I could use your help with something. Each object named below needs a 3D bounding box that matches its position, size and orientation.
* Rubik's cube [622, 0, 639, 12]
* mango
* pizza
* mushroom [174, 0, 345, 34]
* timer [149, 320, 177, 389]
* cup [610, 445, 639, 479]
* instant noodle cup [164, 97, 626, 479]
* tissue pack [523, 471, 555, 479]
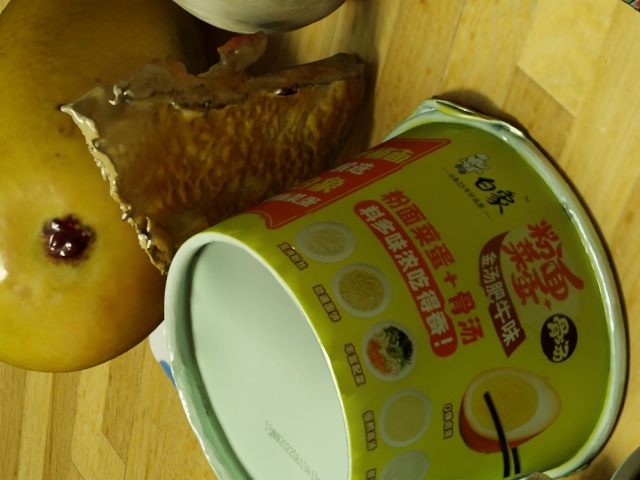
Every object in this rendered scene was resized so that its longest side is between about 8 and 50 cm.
[{"bbox_3d":[0.194,-0.181,0.839,0.093,0.111,0.111,-143,37,-83],"label":"Rubik's cube"},{"bbox_3d":[-0.210,-0.086,1.299,0.445,0.232,0.300,-90,22,-48],"label":"mango"},{"bbox_3d":[-0.085,-0.067,1.107,0.071,0.297,0.189,33,115,28],"label":"pizza"},{"bbox_3d":[-0.077,-0.262,1.111,0.184,0.255,0.255,-53,55,14],"label":"mushroom"},{"bbox_3d":[-0.074,0.068,1.391,0.178,0.078,0.253,54,142,30],"label":"timer"},{"bbox_3d":[0.301,0.289,0.828,0.257,0.331,0.311,-96,6,-58],"label":"cup"},{"bbox_3d":[0.038,0.070,1.087,0.311,0.221,0.311,31,130,45],"label":"instant noodle cup"},{"bbox_3d":[0.149,0.297,1.098,0.159,0.125,0.234,38,140,7],"label":"tissue pack"}]
